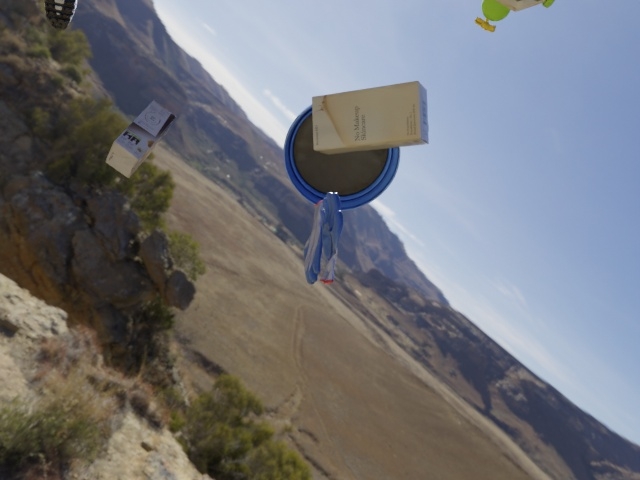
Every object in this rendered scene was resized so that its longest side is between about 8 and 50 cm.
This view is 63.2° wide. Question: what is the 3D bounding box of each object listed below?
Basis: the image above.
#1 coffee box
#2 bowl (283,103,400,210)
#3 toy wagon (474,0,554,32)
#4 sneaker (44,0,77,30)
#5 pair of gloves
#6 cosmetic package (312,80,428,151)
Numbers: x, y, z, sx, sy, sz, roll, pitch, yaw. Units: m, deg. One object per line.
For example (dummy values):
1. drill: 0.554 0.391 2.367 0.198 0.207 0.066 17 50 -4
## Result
1. coffee box: -0.627 -0.357 1.820 0.098 0.246 0.141 37 -37 -15
2. bowl: 0.070 -0.295 1.756 0.391 0.391 0.077 40 17 -18
3. toy wagon: 0.549 -0.756 1.447 0.267 0.344 0.068 29 31 -3
4. sneaker: -0.686 -0.686 1.403 0.078 0.234 0.106 9 16 -11
5. pair of gloves: 0.000 0.000 0.929 0.023 0.159 0.198 7 -5 -16
6. cosmetic package: 0.139 -0.338 1.459 0.310 0.160 0.113 -3 1 23
